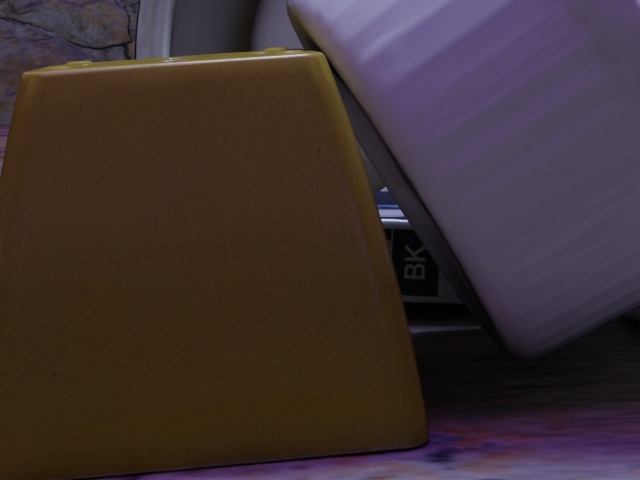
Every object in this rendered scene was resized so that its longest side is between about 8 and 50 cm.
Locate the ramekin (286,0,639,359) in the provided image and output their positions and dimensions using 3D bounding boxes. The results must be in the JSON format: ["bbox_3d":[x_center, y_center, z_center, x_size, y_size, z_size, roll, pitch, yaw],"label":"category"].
[{"bbox_3d":[0.097,-0.067,0.751,0.135,0.277,0.277,-33,10,1],"label":"ramekin"}]

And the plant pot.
[{"bbox_3d":[-0.068,-0.003,0.708,0.212,0.187,0.212,-4,8,-4],"label":"plant pot"}]

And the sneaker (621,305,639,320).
[{"bbox_3d":[0.225,-0.004,0.884,0.080,0.094,0.212,-2,9,2],"label":"sneaker"}]

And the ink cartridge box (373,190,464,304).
[{"bbox_3d":[0.000,0.000,0.966,0.332,0.065,0.165,1,9,4],"label":"ink cartridge box"}]

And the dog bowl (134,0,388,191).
[{"bbox_3d":[0.026,-0.178,1.186,0.408,0.408,0.150,4,-1,41],"label":"dog bowl"}]
